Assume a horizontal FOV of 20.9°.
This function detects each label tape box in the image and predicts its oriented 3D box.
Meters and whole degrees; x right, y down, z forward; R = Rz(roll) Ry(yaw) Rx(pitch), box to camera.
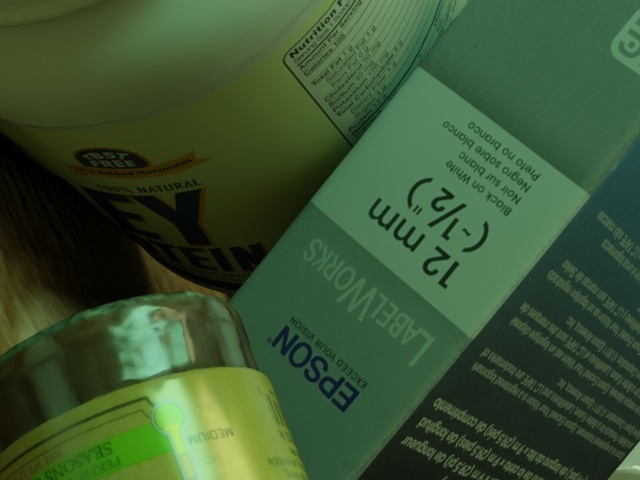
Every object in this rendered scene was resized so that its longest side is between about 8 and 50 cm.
[{"bbox_3d":[0.074,0.049,0.820,0.115,0.348,0.249,43,5,31],"label":"label tape box"}]

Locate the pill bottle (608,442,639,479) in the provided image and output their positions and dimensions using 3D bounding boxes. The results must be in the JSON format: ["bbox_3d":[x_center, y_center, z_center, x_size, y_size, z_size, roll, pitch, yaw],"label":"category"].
[{"bbox_3d":[0.151,0.100,1.338,0.210,0.210,0.363,55,13,-39],"label":"pill bottle"}]

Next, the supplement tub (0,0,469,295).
[{"bbox_3d":[-0.058,-0.127,0.792,0.325,0.235,0.235,45,21,-60],"label":"supplement tub"}]

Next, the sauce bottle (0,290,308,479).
[{"bbox_3d":[-0.018,0.186,0.567,0.344,0.111,0.111,66,10,21],"label":"sauce bottle"}]
